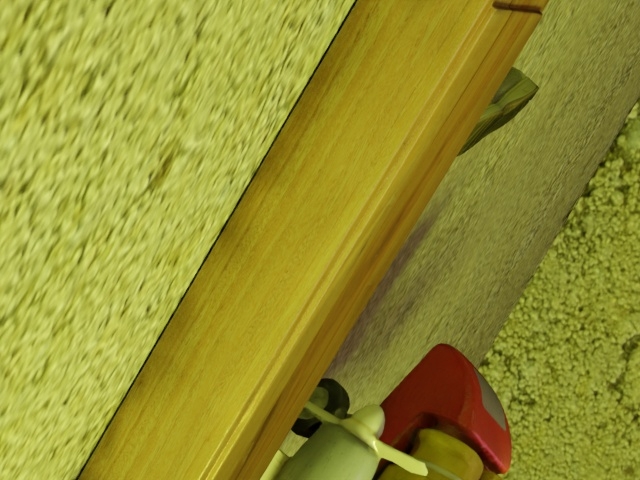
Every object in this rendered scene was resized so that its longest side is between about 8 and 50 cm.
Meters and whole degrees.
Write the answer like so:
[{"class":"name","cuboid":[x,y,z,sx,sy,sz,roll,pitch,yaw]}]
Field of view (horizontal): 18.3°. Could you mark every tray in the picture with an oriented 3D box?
[{"class":"tray","cuboid":[0.000,0.000,1.263,0.411,0.076,0.203,-58,169,13]}]

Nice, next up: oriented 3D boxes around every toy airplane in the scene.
[{"class":"toy airplane","cuboid":[0.062,0.295,1.635,0.386,0.272,0.384,-10,94,-52]}]

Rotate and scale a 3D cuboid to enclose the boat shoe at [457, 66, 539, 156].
[{"class":"boat shoe","cuboid":[0.124,-0.110,1.606,0.153,0.048,0.056,-33,168,-50]}]
